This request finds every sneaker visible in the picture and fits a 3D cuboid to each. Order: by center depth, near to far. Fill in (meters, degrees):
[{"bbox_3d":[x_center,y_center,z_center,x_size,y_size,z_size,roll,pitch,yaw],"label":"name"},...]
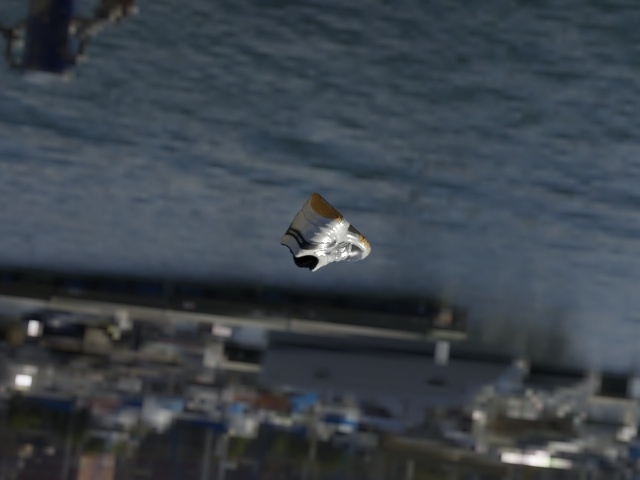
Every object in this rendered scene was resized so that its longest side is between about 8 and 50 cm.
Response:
[{"bbox_3d":[0.000,0.000,0.956,0.032,0.037,0.083,42,-178,23],"label":"sneaker"}]
